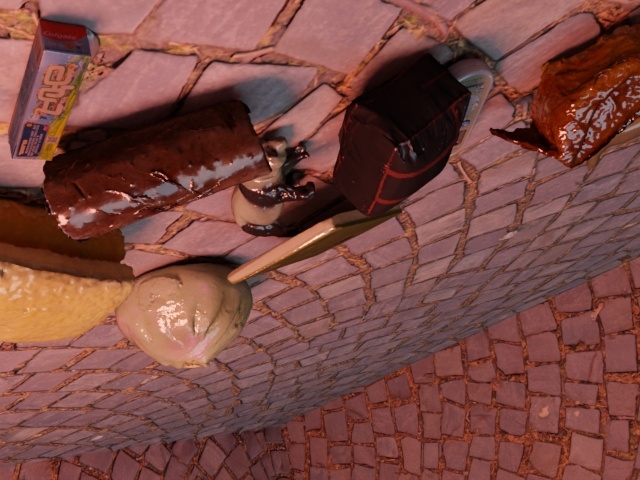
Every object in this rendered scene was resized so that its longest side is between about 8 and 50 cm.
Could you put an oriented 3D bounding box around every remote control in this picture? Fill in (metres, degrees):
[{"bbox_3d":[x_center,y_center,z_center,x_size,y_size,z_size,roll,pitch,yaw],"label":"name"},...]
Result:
[{"bbox_3d":[0.213,-0.207,1.074,0.087,0.047,0.244,-18,158,-11],"label":"remote control"}]

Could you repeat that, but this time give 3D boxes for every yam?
[{"bbox_3d":[-0.213,-0.098,0.876,0.280,0.131,0.131,-21,158,-6],"label":"yam"}]

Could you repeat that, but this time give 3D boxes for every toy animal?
[{"bbox_3d":[-0.080,-0.086,1.069,0.121,0.094,0.225,-3,155,-15],"label":"toy animal"}]

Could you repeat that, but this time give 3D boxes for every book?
[{"bbox_3d":[0.000,0.000,1.266,0.239,0.035,0.352,-29,175,25],"label":"book"}]

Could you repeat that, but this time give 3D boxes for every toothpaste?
[{"bbox_3d":[-0.302,-0.162,0.757,0.070,0.044,0.193,-2,152,-36],"label":"toothpaste"}]

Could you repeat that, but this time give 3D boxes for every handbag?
[{"bbox_3d":[0.117,-0.152,0.981,0.169,0.155,0.215,-33,163,-21],"label":"handbag"}]

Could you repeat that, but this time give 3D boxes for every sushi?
[{"bbox_3d":[0.437,-0.237,1.066,0.167,0.179,0.296,25,120,-28],"label":"sushi"}]

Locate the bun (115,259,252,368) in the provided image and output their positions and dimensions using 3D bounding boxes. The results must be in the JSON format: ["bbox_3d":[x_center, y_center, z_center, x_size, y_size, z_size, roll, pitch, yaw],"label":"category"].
[{"bbox_3d":[-0.276,0.174,1.380,0.293,0.187,0.293,-15,155,-7],"label":"bun"}]

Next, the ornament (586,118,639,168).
[{"bbox_3d":[0.577,-0.219,1.322,0.230,0.061,0.245,-23,159,14],"label":"ornament"}]

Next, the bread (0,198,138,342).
[{"bbox_3d":[-0.482,0.051,0.951,0.236,0.165,0.375,-33,154,21],"label":"bread"}]
